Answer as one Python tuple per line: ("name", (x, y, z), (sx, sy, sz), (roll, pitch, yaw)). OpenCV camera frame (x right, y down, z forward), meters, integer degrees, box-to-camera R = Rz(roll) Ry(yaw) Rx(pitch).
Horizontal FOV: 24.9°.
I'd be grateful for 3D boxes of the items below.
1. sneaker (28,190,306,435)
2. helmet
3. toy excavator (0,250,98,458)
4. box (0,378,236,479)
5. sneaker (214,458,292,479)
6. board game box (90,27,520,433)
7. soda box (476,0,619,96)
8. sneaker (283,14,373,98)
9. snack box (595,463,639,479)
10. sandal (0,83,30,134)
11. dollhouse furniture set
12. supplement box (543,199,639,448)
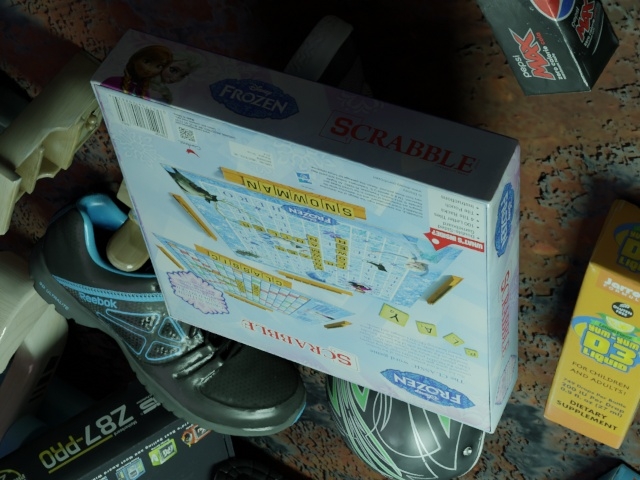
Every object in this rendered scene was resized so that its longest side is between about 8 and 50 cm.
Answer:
("sneaker", (-0.153, 0.083, 1.532), (0.341, 0.125, 0.139), (34, 140, -4))
("helmet", (0.085, 0.137, 1.337), (0.169, 0.161, 0.169), (25, 146, 18))
("toy excavator", (-0.385, 0.222, 1.861), (0.222, 0.445, 0.433), (28, -171, 19))
("box", (-0.285, 0.346, 1.748), (0.097, 0.395, 0.318), (47, 157, 34))
("sneaker", (-0.014, 0.381, 1.763), (0.283, 0.107, 0.124), (29, 124, 8))
("board game box", (0.000, 0.000, 1.148), (0.319, 0.066, 0.318), (19, 148, 19))
("soda box", (0.139, -0.179, 0.979), (0.060, 0.053, 0.169), (0, 134, 44))
("sneaker", (0.044, -0.069, 1.175), (0.153, 0.101, 0.268), (27, 153, 13))
("snack box", (0.378, 0.363, 1.451), (0.322, 0.060, 0.187), (35, 148, 1))
("sandal", (-0.482, -0.211, 1.502), (0.446, 0.107, 0.167), (29, 148, -13))
("dollhouse furniture set", (-0.182, -0.036, 1.366), (0.242, 0.161, 0.212), (35, 148, 1))
("supplement box", (0.244, 0.073, 1.186), (0.078, 0.080, 0.233), (23, 144, 16))
